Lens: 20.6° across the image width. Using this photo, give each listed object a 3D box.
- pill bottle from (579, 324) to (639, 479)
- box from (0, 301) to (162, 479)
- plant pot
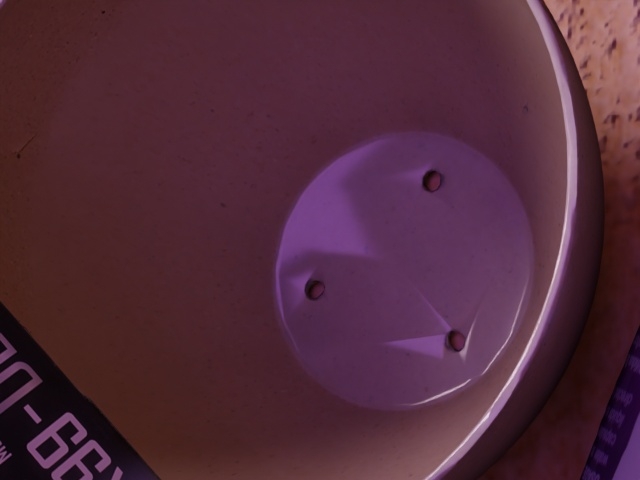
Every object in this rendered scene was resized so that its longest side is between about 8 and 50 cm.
[{"bbox_3d":[0.192,0.080,0.659,0.169,0.169,0.301,22,90,27],"label":"pill bottle"},{"bbox_3d":[-0.198,0.099,0.671,0.307,0.076,0.242,49,125,1],"label":"box"},{"bbox_3d":[0.000,0.000,0.753,0.284,0.191,0.284,-5,77,24],"label":"plant pot"}]
